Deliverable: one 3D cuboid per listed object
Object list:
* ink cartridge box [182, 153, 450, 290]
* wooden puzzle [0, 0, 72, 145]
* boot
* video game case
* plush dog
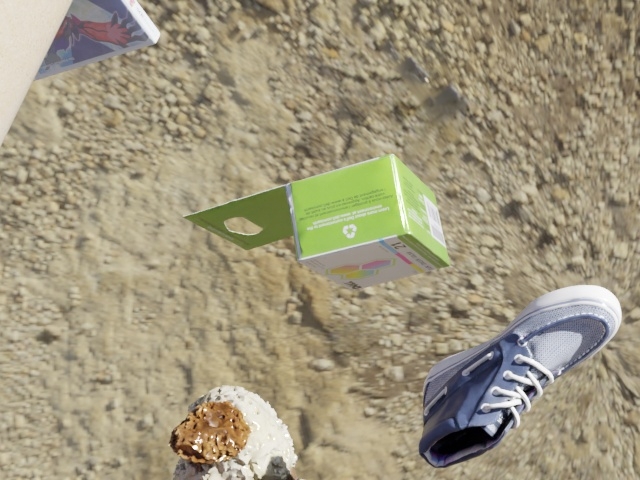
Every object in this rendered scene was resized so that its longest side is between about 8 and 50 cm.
[{"bbox_3d":[0.000,0.000,1.259,0.255,0.189,0.097,-16,73,17],"label":"ink cartridge box"},{"bbox_3d":[-0.192,-0.103,0.309,0.239,0.044,0.221,27,79,-19],"label":"wooden puzzle"},{"bbox_3d":[0.156,0.113,0.853,0.069,0.086,0.190,38,126,-19],"label":"boot"},{"bbox_3d":[-0.310,-0.271,1.224,0.201,0.183,0.023,-10,45,30],"label":"video game case"},{"bbox_3d":[-0.069,0.249,1.040,0.211,0.262,0.225,-15,79,-7],"label":"plush dog"}]
